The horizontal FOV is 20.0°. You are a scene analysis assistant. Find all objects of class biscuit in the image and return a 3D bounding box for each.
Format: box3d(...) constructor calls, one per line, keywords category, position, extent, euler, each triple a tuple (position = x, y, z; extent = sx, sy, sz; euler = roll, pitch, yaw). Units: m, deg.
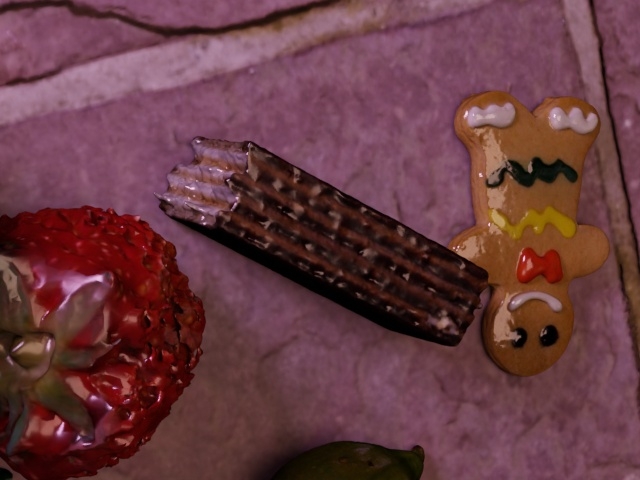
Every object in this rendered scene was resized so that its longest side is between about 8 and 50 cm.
box3d(category="biscuit", position=(0.000, 0.000, 1.367), extent=(0.252, 0.106, 0.070), euler=(27, 83, -27))
box3d(category="biscuit", position=(0.175, -0.005, 1.507), extent=(0.158, 0.035, 0.240), euler=(-5, 96, -26))

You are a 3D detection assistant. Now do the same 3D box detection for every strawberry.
box3d(category="strawberry", position=(-0.165, 0.061, 1.255), extent=(0.201, 0.187, 0.184), euler=(-29, 150, -52))

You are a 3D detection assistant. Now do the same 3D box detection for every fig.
box3d(category="fig", position=(0.034, 0.203, 1.413), extent=(0.177, 0.117, 0.117), euler=(-25, 106, -36))

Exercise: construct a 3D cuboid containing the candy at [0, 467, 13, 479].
box3d(category="candy", position=(-0.338, 0.207, 1.204), extent=(0.323, 0.097, 0.097), euler=(-20, 104, -40))
